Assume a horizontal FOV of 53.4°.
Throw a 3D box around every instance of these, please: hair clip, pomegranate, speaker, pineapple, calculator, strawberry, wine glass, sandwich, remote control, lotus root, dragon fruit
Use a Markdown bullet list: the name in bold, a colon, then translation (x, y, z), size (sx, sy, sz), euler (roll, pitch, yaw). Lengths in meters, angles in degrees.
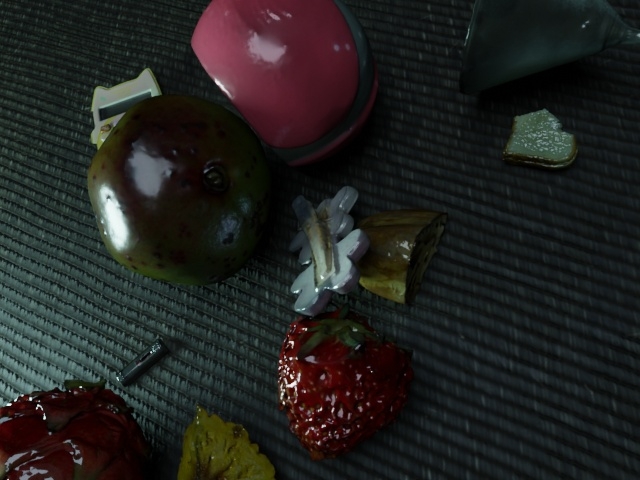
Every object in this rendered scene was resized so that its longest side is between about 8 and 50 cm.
- **hair clip**: translation (0.005, 0.005, 0.911), size (0.146, 0.075, 0.257), euler (-39, 33, 17)
- **pomegranate**: translation (-0.215, -0.058, 0.992), size (0.291, 0.323, 0.290), euler (7, 65, -15)
- **speaker**: translation (-0.055, -0.259, 0.964), size (0.295, 0.294, 0.294), euler (-6, 66, 14)
- **pineapple**: translation (-0.131, 0.375, 0.850), size (0.164, 0.140, 0.249), euler (-54, 36, 36)
- **calculator**: translation (-0.354, -0.204, 1.190), size (0.157, 0.033, 0.236), euler (-16, 66, 9)
- **strawberry**: translation (0.027, 0.192, 0.834), size (0.187, 0.184, 0.201), euler (19, 99, 25)
- **wine glass**: translation (0.427, -0.280, 0.867), size (0.406, 0.267, 0.267), euler (20, 75, 19)
- **sandwich**: translation (0.334, -0.150, 0.952), size (0.105, 0.035, 0.093), euler (17, 73, 22)
- **remote control**: translation (-0.285, 0.193, 1.007), size (0.091, 0.016, 0.034), euler (-41, 67, -2)
- **lotus root**: translation (0.104, 0.010, 0.927), size (0.135, 0.095, 0.159), euler (4, 63, 22)
- **dragon fruit**: translation (-0.371, 0.332, 0.862), size (0.244, 0.244, 0.299), euler (37, 74, 27)
